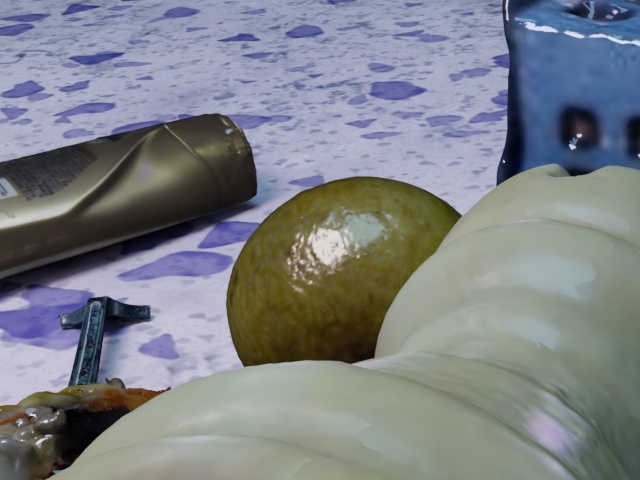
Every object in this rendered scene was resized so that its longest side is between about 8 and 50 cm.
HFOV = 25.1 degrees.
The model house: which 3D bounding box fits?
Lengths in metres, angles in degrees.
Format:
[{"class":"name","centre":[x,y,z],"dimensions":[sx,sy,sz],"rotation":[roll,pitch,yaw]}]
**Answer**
[{"class":"model house","centre":[0.298,-0.073,0.990],"dimensions":[0.303,0.215,0.237],"rotation":[18,30,35]}]

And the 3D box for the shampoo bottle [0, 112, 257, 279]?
[{"class":"shampoo bottle","centre":[-0.211,-0.029,1.144],"dimensions":[0.350,0.084,0.125],"rotation":[-19,27,-33]}]

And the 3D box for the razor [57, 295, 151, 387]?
[{"class":"razor","centre":[-0.151,0.076,0.930],"dimensions":[0.066,0.033,0.190],"rotation":[-6,22,0]}]

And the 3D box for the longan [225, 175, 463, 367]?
[{"class":"longan","centre":[0.025,0.045,0.839],"dimensions":[0.155,0.145,0.176],"rotation":[-18,54,31]}]

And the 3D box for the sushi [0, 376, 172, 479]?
[{"class":"sushi","centre":[-0.135,0.121,0.718],"dimensions":[0.226,0.097,0.103],"rotation":[-25,32,-38]}]

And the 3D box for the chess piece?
[{"class":"chess piece","centre":[0.063,0.102,0.567],"dimensions":[0.234,0.234,0.442],"rotation":[5,20,23]}]
